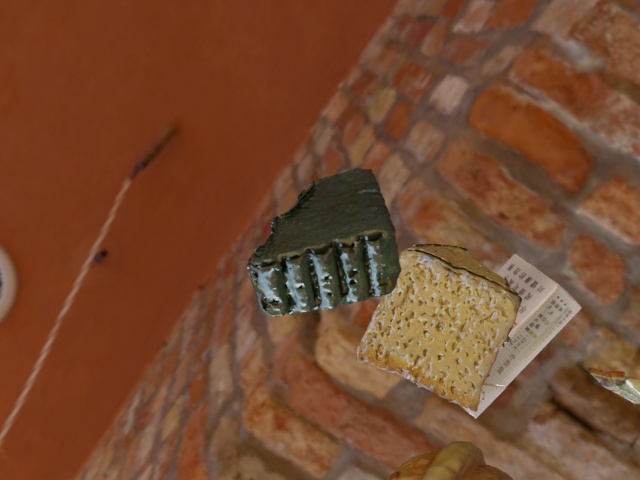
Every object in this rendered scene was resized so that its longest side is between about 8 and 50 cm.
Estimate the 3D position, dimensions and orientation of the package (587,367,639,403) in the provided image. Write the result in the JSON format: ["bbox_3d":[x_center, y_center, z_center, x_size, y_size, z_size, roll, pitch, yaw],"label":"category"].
[{"bbox_3d":[0.533,0.252,1.709,0.121,0.031,0.108,28,168,-15],"label":"package"}]

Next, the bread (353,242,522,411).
[{"bbox_3d":[0.241,0.146,1.718,0.279,0.248,0.315,27,-165,32],"label":"bread"}]

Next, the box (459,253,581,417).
[{"bbox_3d":[0.385,0.204,2.187,0.095,0.330,0.210,44,-178,-24],"label":"box"}]

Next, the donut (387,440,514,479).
[{"bbox_3d":[0.173,0.505,1.390,0.198,0.449,0.449,7,166,24],"label":"donut"}]

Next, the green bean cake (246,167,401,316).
[{"bbox_3d":[0.000,0.000,1.321,0.208,0.193,0.107,-102,-4,-57],"label":"green bean cake"}]
